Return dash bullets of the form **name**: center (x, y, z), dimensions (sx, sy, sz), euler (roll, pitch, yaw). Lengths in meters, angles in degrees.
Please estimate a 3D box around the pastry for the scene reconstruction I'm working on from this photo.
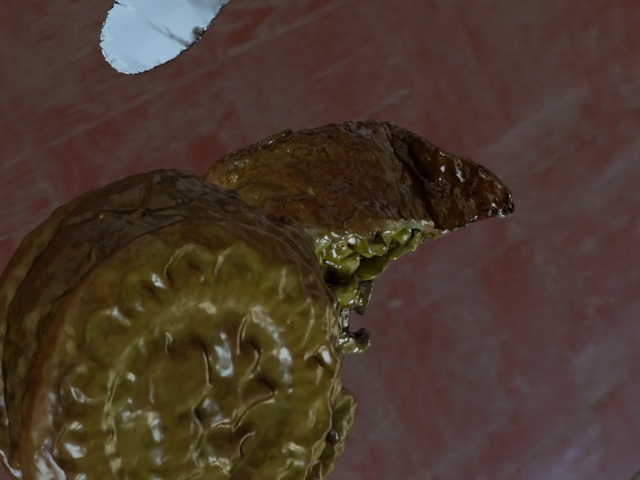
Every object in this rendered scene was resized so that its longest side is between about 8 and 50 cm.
- **pastry**: center (-0.093, 0.080, 1.176), dimensions (0.235, 0.132, 0.240), euler (37, 82, -37)

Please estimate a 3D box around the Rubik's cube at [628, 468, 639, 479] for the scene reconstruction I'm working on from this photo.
- **Rubik's cube**: center (0.221, 0.245, 0.540), dimensions (0.352, 0.347, 0.351), euler (12, 31, -47)

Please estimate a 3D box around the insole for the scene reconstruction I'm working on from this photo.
- **insole**: center (-0.090, -0.219, 1.525), dimensions (0.080, 0.232, 0.003), euler (42, 17, -27)

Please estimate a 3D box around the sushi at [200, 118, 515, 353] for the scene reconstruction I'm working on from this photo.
- **sushi**: center (-0.003, 0.002, 1.603), dimensions (0.296, 0.167, 0.179), euler (-17, 74, -24)
